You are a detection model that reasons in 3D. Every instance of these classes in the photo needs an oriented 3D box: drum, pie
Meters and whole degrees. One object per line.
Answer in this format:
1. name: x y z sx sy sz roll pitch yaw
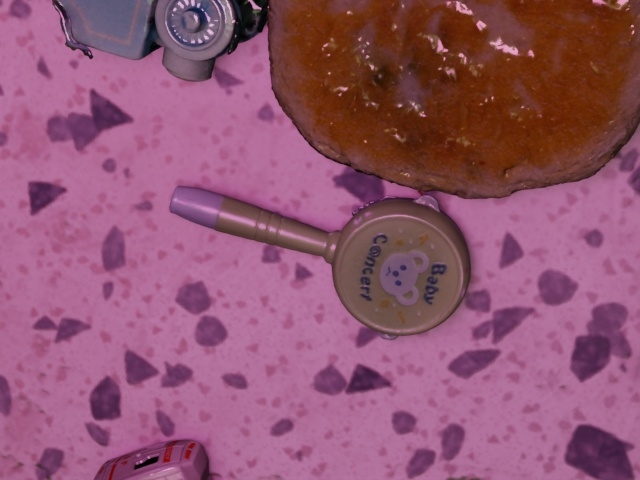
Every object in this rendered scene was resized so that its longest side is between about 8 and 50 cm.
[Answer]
1. drum: 0.000 0.020 1.234 0.253 0.049 0.130 2 108 7
2. pie: 0.107 -0.160 1.119 0.323 0.070 0.323 9 130 11

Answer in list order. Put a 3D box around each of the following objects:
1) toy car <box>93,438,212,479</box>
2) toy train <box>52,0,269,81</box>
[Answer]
1. toy car: -0.126 0.284 1.319 0.108 0.089 0.209 -20 101 8
2. toy train: -0.116 -0.231 1.139 0.163 0.112 0.203 18 109 8
